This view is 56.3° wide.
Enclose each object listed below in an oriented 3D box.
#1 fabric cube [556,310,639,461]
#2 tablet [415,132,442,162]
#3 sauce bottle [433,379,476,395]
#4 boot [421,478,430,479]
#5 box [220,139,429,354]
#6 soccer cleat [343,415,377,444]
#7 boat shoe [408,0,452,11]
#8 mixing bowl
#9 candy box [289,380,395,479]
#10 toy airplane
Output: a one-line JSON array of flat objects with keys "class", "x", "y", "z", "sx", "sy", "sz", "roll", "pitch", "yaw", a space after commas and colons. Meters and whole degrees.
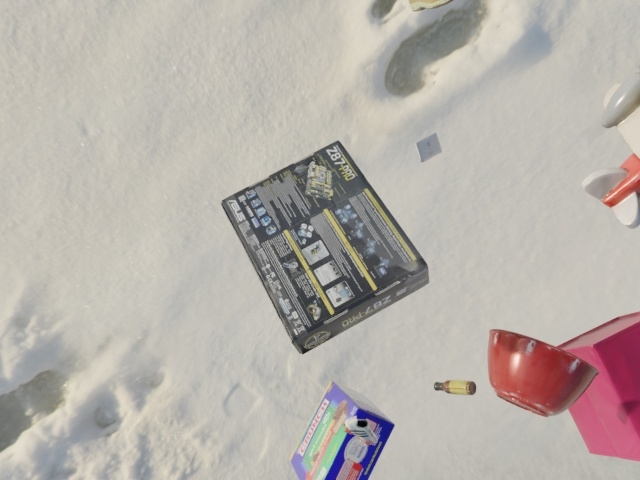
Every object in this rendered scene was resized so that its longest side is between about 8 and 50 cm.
[{"class": "fabric cube", "x": 0.715, "y": 0.319, "z": 1.359, "sx": 0.254, "sy": 0.259, "sz": 0.258, "roll": -21, "pitch": 78, "yaw": -11}, {"class": "tablet", "x": 0.275, "y": -0.235, "z": 1.513, "sx": 0.083, "sy": 0.006, "sz": 0.054, "roll": -30, "pitch": 107, "yaw": -34}, {"class": "sauce bottle", "x": 0.383, "y": 0.419, "z": 1.712, "sx": 0.042, "sy": 0.128, "sz": 0.042, "roll": 7, "pitch": 80, "yaw": -42}, {"class": "boot", "x": 0.229, "y": 0.560, "z": 1.055, "sx": 0.123, "sy": 0.095, "sz": 0.258, "roll": -38, "pitch": 47, "yaw": -11}, {"class": "box", "x": 0.000, "y": 0.000, "z": 1.306, "sx": 0.318, "sy": 0.097, "sz": 0.395, "roll": -30, "pitch": 60, "yaw": -4}, {"class": "soccer cleat", "x": 0.075, "y": 0.324, "z": 1.021, "sx": 0.035, "sy": 0.029, "sz": 0.083, "roll": -41, "pitch": 122, "yaw": 20}, {"class": "boat shoe", "x": 0.250, "y": -0.568, "z": 1.352, "sx": 0.068, "sy": 0.190, "sz": 0.072, "roll": -37, "pitch": 114, "yaw": -15}, {"class": "mixing bowl", "x": 0.348, "y": 0.227, "z": 0.985, "sx": 0.181, "sy": 0.181, "sz": 0.098, "roll": 26, "pitch": 78, "yaw": 0}, {"class": "candy box", "x": 0.049, "y": 0.552, "z": 1.629, "sx": 0.122, "sy": 0.317, "sz": 0.268, "roll": 29, "pitch": 84, "yaw": -10}, {"class": "toy airplane", "x": 0.728, "y": -0.214, "z": 1.258, "sx": 0.272, "sy": 0.386, "sz": 0.385, "roll": 45, "pitch": 69, "yaw": -34}]
